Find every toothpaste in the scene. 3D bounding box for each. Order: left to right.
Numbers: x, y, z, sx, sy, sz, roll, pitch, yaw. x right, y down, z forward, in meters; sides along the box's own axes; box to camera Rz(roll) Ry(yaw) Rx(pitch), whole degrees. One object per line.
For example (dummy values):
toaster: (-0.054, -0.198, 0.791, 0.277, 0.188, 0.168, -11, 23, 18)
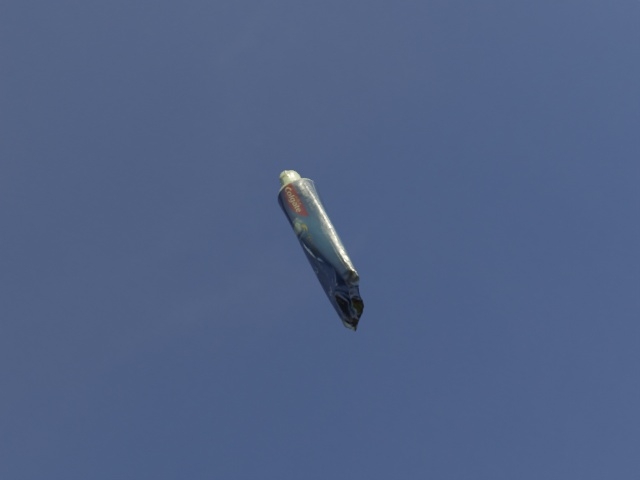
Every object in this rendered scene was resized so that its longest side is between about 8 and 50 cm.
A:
toothpaste: (0.000, 0.000, 0.524, 0.019, 0.083, 0.027, -8, -45, -21)
